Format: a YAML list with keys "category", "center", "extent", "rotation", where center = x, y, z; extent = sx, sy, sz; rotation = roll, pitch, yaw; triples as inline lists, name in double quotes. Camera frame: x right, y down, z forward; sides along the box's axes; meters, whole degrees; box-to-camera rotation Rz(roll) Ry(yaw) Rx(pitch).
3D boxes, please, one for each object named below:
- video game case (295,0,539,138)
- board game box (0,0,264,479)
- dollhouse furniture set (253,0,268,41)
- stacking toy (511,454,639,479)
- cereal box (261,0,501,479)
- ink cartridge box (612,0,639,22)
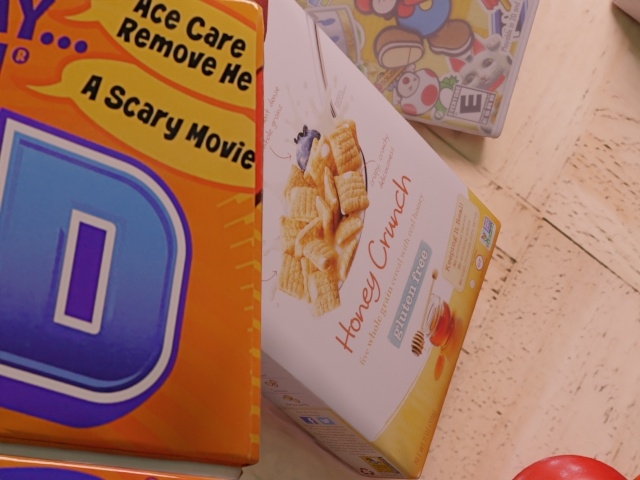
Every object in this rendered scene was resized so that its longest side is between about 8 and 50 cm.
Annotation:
- category: "video game case"
  center: [0.043, -0.188, 1.129]
  extent: [0.206, 0.026, 0.227]
  rotation: [11, 101, -23]
- category: "board game box"
  center: [-0.268, 0.087, 0.711]
  extent: [0.356, 0.356, 0.356]
  rotation: [11, 73, -36]
- category: "dollhouse furniture set"
  center: [-0.221, -0.140, 0.867]
  extent: [0.201, 0.374, 0.152]
  rotation: [14, 71, -48]
- category: "stacking toy"
  center: [0.256, 0.180, 1.130]
  extent: [0.330, 0.141, 0.141]
  rotation: [10, 70, -20]
- category: "cereal box"
  center: [0.000, 0.000, 1.042]
  extent: [0.240, 0.047, 0.173]
  rotation: [43, 58, -42]
- category: "ink cartridge box"
  center: [0.320, -0.168, 1.286]
  extent: [0.212, 0.093, 0.154]
  rotation: [35, 61, -15]
